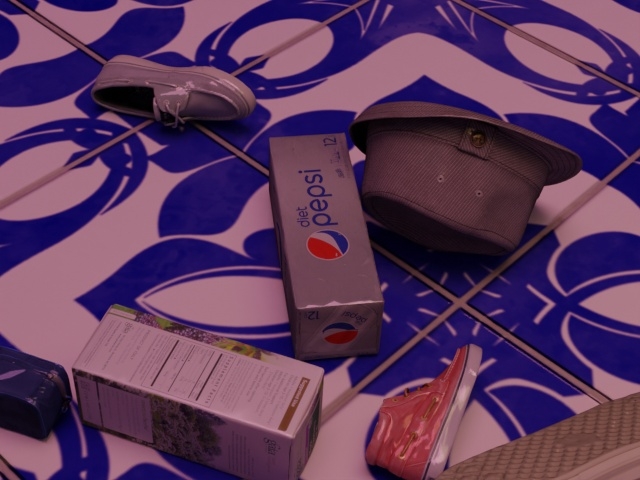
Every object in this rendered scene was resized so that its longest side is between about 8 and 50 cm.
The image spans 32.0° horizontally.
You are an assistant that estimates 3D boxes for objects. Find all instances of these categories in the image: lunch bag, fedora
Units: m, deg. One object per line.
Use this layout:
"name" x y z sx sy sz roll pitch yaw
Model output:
"lunch bag" -0.299 0.151 1.133 0.098 0.067 0.065 16 46 11
"fedora" 0.156 -0.059 1.302 0.275 0.244 0.124 20 76 -18

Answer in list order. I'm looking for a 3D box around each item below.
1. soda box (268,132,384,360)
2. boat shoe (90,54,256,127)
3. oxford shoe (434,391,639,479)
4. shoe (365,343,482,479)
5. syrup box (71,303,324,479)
"soda box" 0.000 0.000 1.287 0.098 0.091 0.286 -5 45 -7
"boat shoe" -0.199 -0.185 1.482 0.227 0.079 0.081 13 52 18
"oxford shoe" 0.306 0.229 1.054 0.449 0.130 0.169 -15 7 -23
"shoe" 0.107 0.167 1.143 0.081 0.063 0.178 20 51 9
"syrup box" -0.120 0.157 1.120 0.237 0.093 0.096 15 45 12
